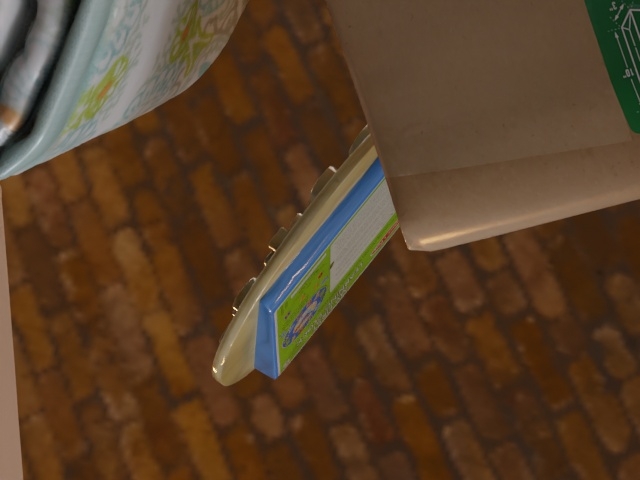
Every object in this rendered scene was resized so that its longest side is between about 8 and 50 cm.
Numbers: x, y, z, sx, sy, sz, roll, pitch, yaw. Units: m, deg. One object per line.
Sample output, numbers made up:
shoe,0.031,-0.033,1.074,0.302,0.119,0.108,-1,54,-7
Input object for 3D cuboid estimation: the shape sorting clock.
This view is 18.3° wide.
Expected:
shape sorting clock,0.000,0.000,1.175,0.040,0.206,0.206,35,-77,13

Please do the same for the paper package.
paper package,0.209,-0.142,0.939,0.324,0.309,0.168,-15,-78,40

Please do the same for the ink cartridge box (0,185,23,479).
ink cartridge box,-0.228,0.010,0.574,0.131,0.306,0.226,-29,-133,19

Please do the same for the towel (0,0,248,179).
towel,-0.074,-0.224,1.116,0.090,0.320,0.374,29,-72,10
